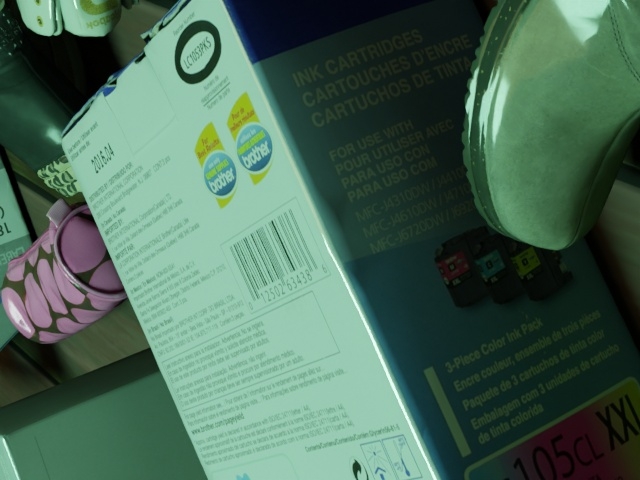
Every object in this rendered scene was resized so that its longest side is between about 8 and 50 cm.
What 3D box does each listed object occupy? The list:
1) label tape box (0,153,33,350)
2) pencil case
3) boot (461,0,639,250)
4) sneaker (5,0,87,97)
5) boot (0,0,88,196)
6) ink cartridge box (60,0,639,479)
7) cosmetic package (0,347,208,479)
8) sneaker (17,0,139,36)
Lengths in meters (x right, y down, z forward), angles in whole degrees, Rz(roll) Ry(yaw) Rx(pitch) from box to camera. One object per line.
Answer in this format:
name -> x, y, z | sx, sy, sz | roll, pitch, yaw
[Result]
label tape box -> -0.385, 0.026, 1.464 | 0.241, 0.106, 0.333 | -6, 105, 60
pencil case -> -0.223, 0.028, 1.224 | 0.098, 0.095, 0.209 | 34, 151, -13
boot -> 0.149, -0.075, 0.542 | 0.161, 0.083, 0.246 | 38, 130, 39
sneaker -> -0.262, -0.187, 1.155 | 0.188, 0.071, 0.066 | 63, 150, 7
boot -> -0.264, -0.110, 1.122 | 0.178, 0.085, 0.236 | 47, 155, -20
ink cartridge box -> 0.000, 0.000, 0.783 | 0.270, 0.151, 0.395 | -28, 87, 60
cosmetic package -> -0.112, 0.143, 0.972 | 0.107, 0.238, 0.127 | -4, 107, 59
sneaker -> -0.157, -0.226, 0.940 | 0.292, 0.108, 0.169 | 10, 120, 67
